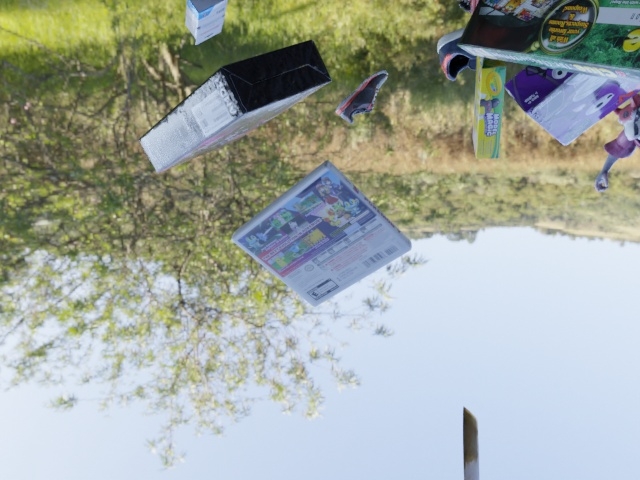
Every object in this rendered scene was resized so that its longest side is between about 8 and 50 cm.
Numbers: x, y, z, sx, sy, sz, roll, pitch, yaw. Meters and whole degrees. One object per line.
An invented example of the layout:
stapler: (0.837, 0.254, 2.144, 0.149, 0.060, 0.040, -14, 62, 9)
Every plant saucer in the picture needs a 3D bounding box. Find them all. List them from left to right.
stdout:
plant saucer: (0.150, 0.208, 0.534, 0.015, 0.083, 0.083, -1, -168, 16)

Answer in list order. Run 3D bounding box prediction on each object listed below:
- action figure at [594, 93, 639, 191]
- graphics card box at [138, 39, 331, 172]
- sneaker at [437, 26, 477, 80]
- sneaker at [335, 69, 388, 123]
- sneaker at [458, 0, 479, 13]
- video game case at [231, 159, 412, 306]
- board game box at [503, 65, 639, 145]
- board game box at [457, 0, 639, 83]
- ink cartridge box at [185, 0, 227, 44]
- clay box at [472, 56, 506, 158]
action figure: (0.713, -0.176, 1.053, 0.370, 0.276, 0.248, 41, -177, -21)
graphics card box: (-0.180, -0.257, 1.066, 0.233, 0.094, 0.371, -33, -170, -40)
sneaker: (0.512, -0.591, 1.606, 0.131, 0.148, 0.350, 8, 164, -37)
sneaker: (0.111, -0.342, 1.293, 0.158, 0.065, 0.061, -42, 179, 0)
sneaker: (0.418, -0.590, 1.288, 0.135, 0.097, 0.276, -16, -128, -2)
video game case: (0.000, 0.000, 0.793, 0.201, 0.183, 0.023, -34, -153, 31)
board game box: (0.378, -0.243, 0.566, 0.347, 0.056, 0.208, -40, 161, 28)
board game box: (0.224, -0.202, 0.427, 0.030, 0.136, 0.260, 22, -166, -31)
ink cartridge box: (-0.159, -0.311, 0.740, 0.048, 0.028, 0.083, -36, -178, -19)
clay box: (0.354, -0.299, 1.128, 0.053, 0.222, 0.127, 2, -148, 11)
